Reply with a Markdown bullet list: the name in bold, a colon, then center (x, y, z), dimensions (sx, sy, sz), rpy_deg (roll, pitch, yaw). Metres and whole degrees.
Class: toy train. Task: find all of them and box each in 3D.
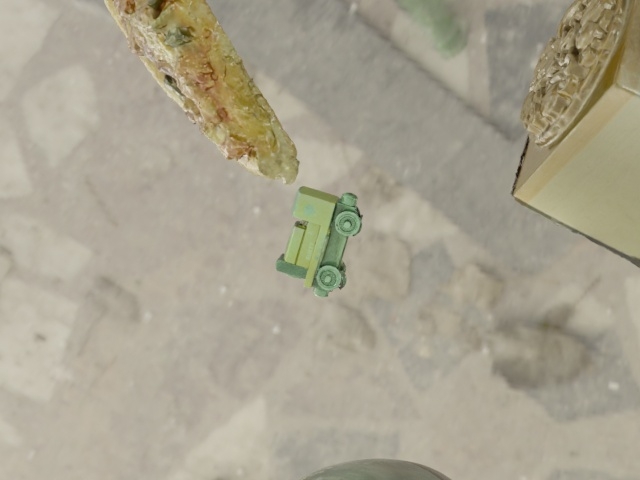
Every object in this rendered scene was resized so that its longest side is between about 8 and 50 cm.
- **toy train**: center (0.000, 0.000, 1.684), dimensions (0.081, 0.050, 0.122), rpy_deg (18, 106, 0)

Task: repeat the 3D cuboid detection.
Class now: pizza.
- **pizza**: center (-0.120, -0.162, 1.372), dimensions (0.292, 0.058, 0.197), rpy_deg (49, 167, 18)

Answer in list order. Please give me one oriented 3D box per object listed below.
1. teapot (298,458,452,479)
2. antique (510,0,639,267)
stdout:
- **teapot**: center (0.005, 0.364, 1.797), dimensions (0.315, 0.233, 0.312), rpy_deg (-6, 166, 22)
- **antique**: center (0.219, -0.090, 1.040), dimensions (0.148, 0.146, 0.152), rpy_deg (25, 144, -8)
